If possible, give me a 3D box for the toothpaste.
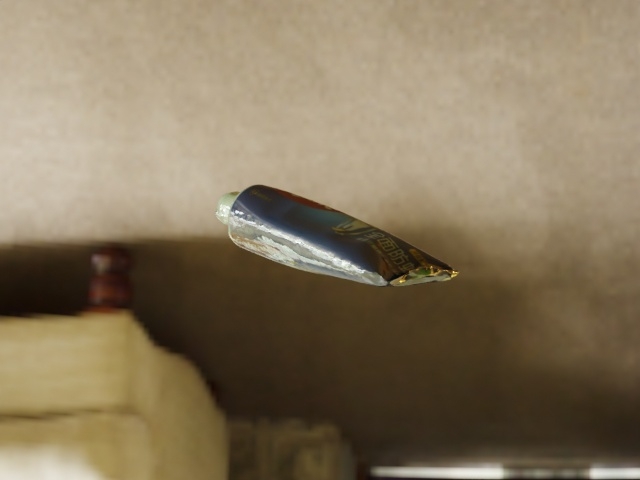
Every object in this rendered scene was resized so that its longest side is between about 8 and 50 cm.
[{"bbox_3d":[0.000,0.000,0.512,0.027,0.019,0.083,-2,-165,-42],"label":"toothpaste"}]
